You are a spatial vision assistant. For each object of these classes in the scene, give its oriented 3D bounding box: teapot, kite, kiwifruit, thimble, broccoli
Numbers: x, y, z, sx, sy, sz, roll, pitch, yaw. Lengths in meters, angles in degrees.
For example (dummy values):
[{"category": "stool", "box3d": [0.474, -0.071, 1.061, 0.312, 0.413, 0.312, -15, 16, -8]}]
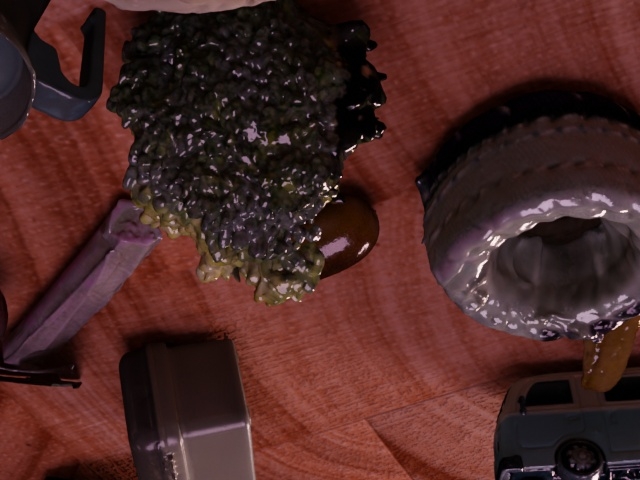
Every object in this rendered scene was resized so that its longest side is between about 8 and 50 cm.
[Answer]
[{"category": "teapot", "box3d": [-0.250, -0.181, 1.058, 0.203, 0.225, 0.171, 23, 133, -27]}, {"category": "kite", "box3d": [-0.337, 0.142, 1.502, 0.229, 0.012, 0.250, -1, 175, 38]}, {"category": "kiwifruit", "box3d": [0.000, 0.000, 1.402, 0.124, 0.075, 0.075, -25, 135, 17]}, {"category": "thimble", "box3d": [0.209, -0.020, 1.339, 0.237, 0.150, 0.237, -1, 139, -1]}, {"category": "broccoli", "box3d": [-0.049, -0.079, 1.232, 0.247, 0.263, 0.243, -34, 171, -11]}]

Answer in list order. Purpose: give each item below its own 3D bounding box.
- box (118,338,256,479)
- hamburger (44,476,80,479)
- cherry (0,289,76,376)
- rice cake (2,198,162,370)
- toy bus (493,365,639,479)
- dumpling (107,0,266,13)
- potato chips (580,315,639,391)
[{"category": "box", "box3d": [-0.140, 0.210, 1.575, 0.129, 0.148, 0.210, -9, 141, -6]}, {"category": "hamburger", "box3d": [-0.265, 0.376, 1.765, 0.235, 0.125, 0.214, -9, 144, 12]}, {"category": "cherry", "box3d": [-0.342, 0.065, 1.415, 0.188, 0.115, 0.148, 4, 97, 6]}, {"category": "rice cake", "box3d": [-0.244, 0.050, 1.455, 0.055, 0.049, 0.270, 2, 144, -42]}, {"category": "toy bus", "box3d": [0.321, 0.224, 1.610, 0.271, 0.165, 0.133, -4, 138, 0]}, {"category": "dumpling", "box3d": [-0.120, -0.246, 0.984, 0.179, 0.131, 0.252, -17, 129, 31]}, {"category": "potato chips", "box3d": [0.336, 0.006, 1.434, 0.057, 0.080, 0.407, -4, 140, -26]}]
